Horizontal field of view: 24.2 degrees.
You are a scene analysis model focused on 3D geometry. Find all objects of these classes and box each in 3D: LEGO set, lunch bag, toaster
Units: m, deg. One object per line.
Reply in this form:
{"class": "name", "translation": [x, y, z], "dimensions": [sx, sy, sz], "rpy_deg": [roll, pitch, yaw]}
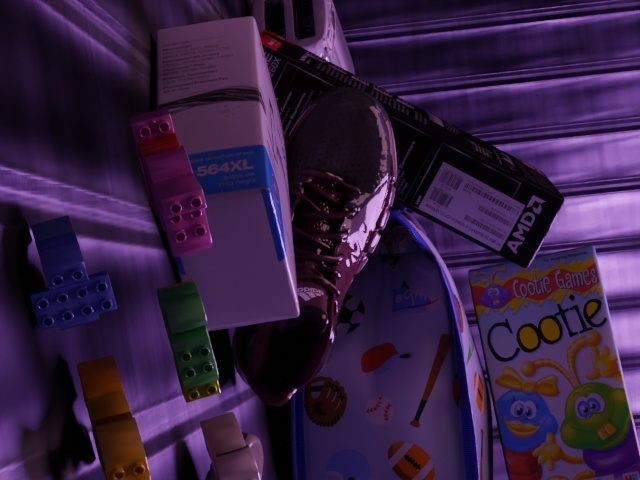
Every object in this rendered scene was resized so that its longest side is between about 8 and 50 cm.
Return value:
{"class": "LEGO set", "translation": [-0.082, 0.066, 0.715], "dimensions": [0.093, 0.087, 0.227], "rpy_deg": [-126, -158, -63]}
{"class": "lunch bag", "translation": [0.067, 0.148, 1.643], "dimensions": [0.328, 0.239, 0.385], "rpy_deg": [-40, 127, -84]}
{"class": "toaster", "translation": [-0.027, -0.244, 2.028], "dimensions": [0.227, 0.129, 0.146], "rpy_deg": [-93, 168, -46]}

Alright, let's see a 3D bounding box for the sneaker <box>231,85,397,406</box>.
{"class": "sneaker", "translation": [0.002, 0.013, 1.251], "dimensions": [0.162, 0.106, 0.281], "rpy_deg": [-110, -145, -80]}

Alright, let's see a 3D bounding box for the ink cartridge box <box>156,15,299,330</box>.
{"class": "ink cartridge box", "translation": [-0.073, -0.055, 1.169], "dimensions": [0.148, 0.086, 0.203], "rpy_deg": [77, 6, -47]}

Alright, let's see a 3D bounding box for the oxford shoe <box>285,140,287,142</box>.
{"class": "oxford shoe", "translation": [-0.059, -0.078, 1.366], "dimensions": [0.227, 0.096, 0.083], "rpy_deg": [74, 9, -46]}

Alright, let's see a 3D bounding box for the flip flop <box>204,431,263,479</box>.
{"class": "flip flop", "translation": [-0.033, 0.264, 0.999], "dimensions": [0.112, 0.080, 0.277], "rpy_deg": [74, 8, -59]}

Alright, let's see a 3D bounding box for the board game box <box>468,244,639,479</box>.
{"class": "board game box", "translation": [0.258, 0.167, 1.631], "dimensions": [0.144, 0.142, 0.275], "rpy_deg": [63, 17, -68]}

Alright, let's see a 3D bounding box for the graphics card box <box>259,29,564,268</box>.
{"class": "graphics card box", "translation": [0.077, -0.107, 1.640], "dimensions": [0.094, 0.371, 0.233], "rpy_deg": [-64, -177, 9]}
